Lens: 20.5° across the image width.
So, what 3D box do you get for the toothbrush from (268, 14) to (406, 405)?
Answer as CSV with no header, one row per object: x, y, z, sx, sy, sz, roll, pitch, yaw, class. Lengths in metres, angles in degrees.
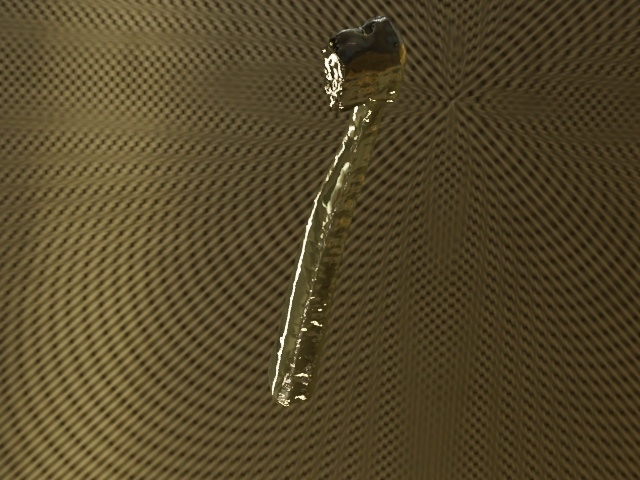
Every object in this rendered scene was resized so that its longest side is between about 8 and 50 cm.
0.000,0.000,0.839,0.030,0.297,0.030,-19,-119,-21,toothbrush
